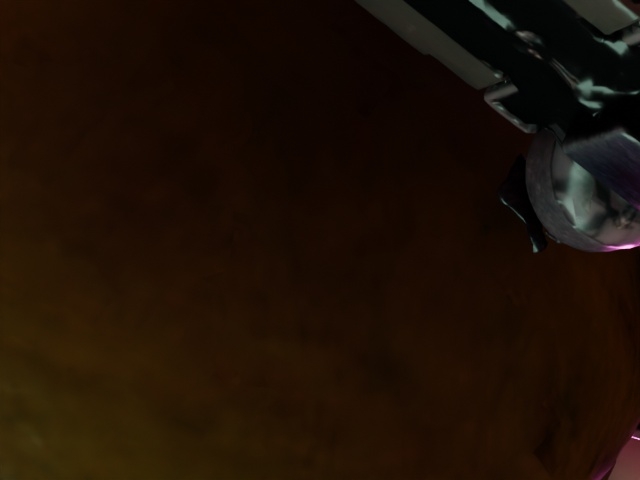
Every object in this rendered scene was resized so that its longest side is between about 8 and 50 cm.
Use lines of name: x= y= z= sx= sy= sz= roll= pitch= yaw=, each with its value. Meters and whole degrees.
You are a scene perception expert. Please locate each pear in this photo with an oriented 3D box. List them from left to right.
pear: x=-0.075 y=-0.013 z=0.514 sx=0.413 sy=0.352 sz=0.352 roll=41 pitch=173 yaw=10

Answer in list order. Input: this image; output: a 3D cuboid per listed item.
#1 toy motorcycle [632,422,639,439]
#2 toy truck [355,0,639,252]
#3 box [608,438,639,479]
toy motorcycle: x=0.159 y=0.072 z=0.944 sx=0.215 sy=0.080 sz=0.122 roll=23 pitch=172 yaw=-33
toy truck: x=0.029 y=-0.101 z=0.329 sx=0.253 sy=0.124 sz=0.114 roll=35 pitch=166 yaw=-13
box: x=0.283 y=0.198 z=1.150 sx=0.146 sy=0.088 sz=0.200 roll=28 pitch=171 yaw=33
